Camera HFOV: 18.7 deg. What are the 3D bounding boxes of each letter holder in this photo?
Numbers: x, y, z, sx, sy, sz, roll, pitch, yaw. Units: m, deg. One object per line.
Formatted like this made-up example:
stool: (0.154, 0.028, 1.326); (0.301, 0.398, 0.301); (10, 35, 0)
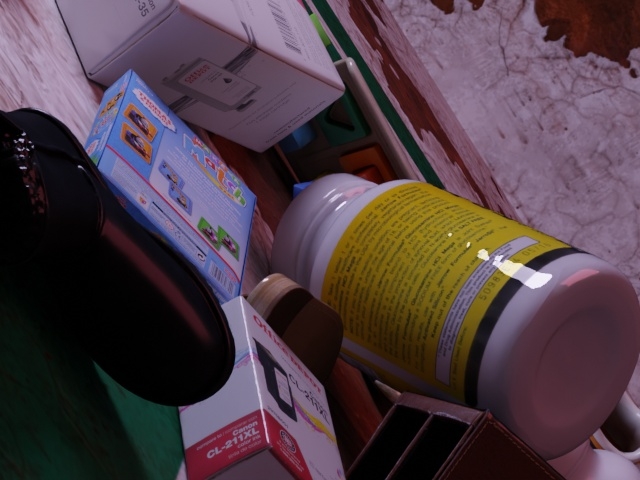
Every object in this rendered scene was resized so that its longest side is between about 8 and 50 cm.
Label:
letter holder: (0.147, 0.307, 1.647); (0.302, 0.214, 0.152); (41, -14, -20)

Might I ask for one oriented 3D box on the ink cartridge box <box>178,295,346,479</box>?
ink cartridge box: (-0.045, 0.145, 1.451); (0.127, 0.072, 0.175); (50, 16, -35)

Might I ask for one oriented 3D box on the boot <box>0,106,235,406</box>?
boot: (-0.165, 0.010, 1.234); (0.246, 0.094, 0.207); (54, 8, 5)

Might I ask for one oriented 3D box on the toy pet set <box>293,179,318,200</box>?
toy pet set: (0.000, 0.000, 2.064); (0.122, 0.065, 0.114); (-66, 160, -72)

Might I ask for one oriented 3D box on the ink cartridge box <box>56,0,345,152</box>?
ink cartridge box: (-0.126, -0.223, 1.808); (0.283, 0.117, 0.207); (21, 39, -56)

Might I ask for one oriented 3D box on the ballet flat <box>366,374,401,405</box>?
ballet flat: (0.063, 0.105, 2.029); (0.057, 0.049, 0.173); (48, 17, -40)

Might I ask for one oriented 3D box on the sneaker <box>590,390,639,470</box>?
sneaker: (0.218, 0.140, 1.998); (0.321, 0.127, 0.126); (35, 40, -3)

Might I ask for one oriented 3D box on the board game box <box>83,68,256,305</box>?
board game box: (-0.123, -0.037, 1.576); (0.160, 0.039, 0.211); (46, 20, -17)

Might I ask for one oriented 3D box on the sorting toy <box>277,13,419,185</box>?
sorting toy: (0.013, -0.093, 2.104); (0.047, 0.196, 0.348); (-37, 104, -34)

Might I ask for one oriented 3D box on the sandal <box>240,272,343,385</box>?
sandal: (-0.044, 0.066, 1.623); (0.079, 0.088, 0.240); (34, -10, 19)

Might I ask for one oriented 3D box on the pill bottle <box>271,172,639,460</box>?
pill bottle: (0.113, 0.054, 1.773); (0.334, 0.188, 0.188); (27, -14, 43)

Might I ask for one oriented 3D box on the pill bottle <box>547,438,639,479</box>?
pill bottle: (0.261, 0.337, 1.895); (0.363, 0.210, 0.210); (57, 12, -12)
